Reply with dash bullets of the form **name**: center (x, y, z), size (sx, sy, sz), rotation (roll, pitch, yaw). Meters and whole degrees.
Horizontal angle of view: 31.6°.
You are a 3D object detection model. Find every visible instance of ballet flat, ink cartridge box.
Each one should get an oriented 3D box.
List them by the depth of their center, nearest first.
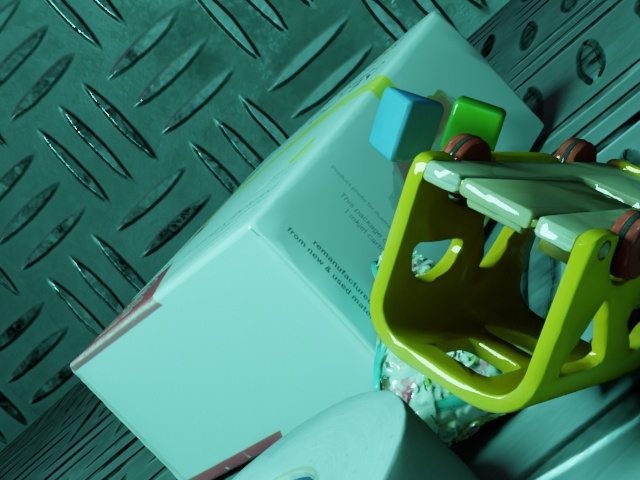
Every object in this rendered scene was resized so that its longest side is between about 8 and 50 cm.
- **ballet flat**: center (0.072, 0.061, 0.684), size (0.077, 0.091, 0.241), rotation (-12, 17, 5)
- **ink cartridge box**: center (0.000, 0.000, 0.999), size (0.279, 0.160, 0.385), rotation (-37, 10, 42)

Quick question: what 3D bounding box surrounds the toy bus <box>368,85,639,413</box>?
- **toy bus**: center (0.115, 0.016, 0.516), size (0.191, 0.202, 0.104), rotation (-93, 20, -71)

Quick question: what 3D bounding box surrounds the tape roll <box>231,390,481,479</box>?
- **tape roll**: center (-0.020, 0.170, 0.516), size (0.219, 0.072, 0.219), rotation (-42, 8, 7)
